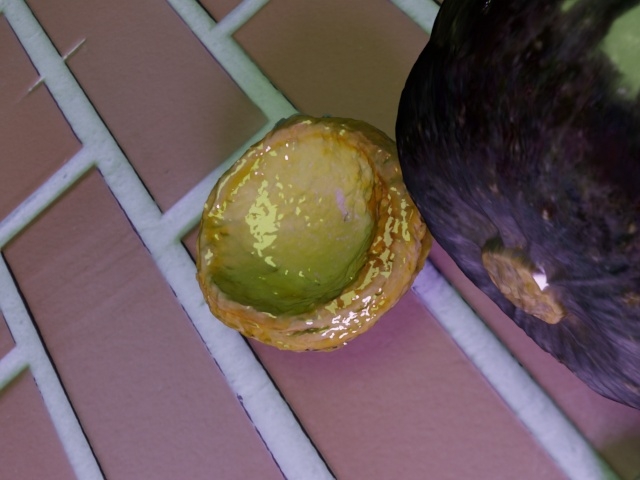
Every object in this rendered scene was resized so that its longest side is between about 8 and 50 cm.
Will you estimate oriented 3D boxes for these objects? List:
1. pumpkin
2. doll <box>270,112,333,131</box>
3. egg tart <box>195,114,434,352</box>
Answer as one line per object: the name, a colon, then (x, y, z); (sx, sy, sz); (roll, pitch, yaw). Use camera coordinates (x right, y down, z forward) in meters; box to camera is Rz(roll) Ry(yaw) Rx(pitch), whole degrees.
pumpkin: (0.271, -0.071, 0.811); (0.344, 0.454, 0.454); (-38, 50, -11)
doll: (-0.048, -0.095, 1.257); (0.180, 0.079, 0.094); (-39, 65, 22)
egg tart: (0.000, 0.000, 1.142); (0.294, 0.123, 0.294); (-14, 60, 26)
